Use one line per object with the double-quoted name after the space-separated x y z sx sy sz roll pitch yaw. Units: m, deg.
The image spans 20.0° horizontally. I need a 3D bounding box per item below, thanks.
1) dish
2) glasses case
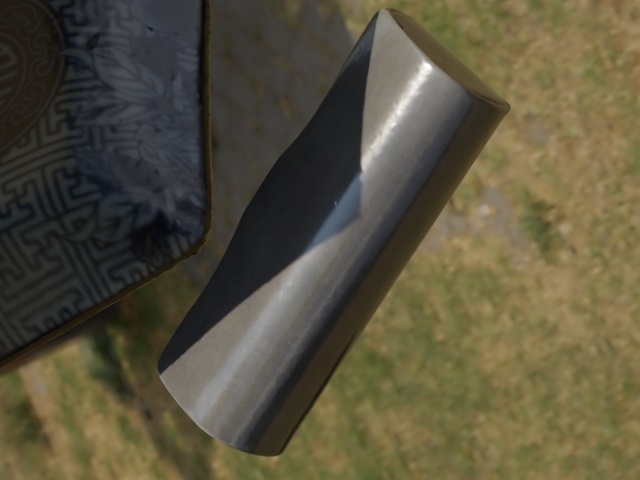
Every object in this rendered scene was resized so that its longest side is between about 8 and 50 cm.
-0.139 -0.061 0.790 0.080 0.182 0.243 39 144 31 "dish"
0.001 -0.002 0.768 0.072 0.042 0.191 45 109 37 "glasses case"
